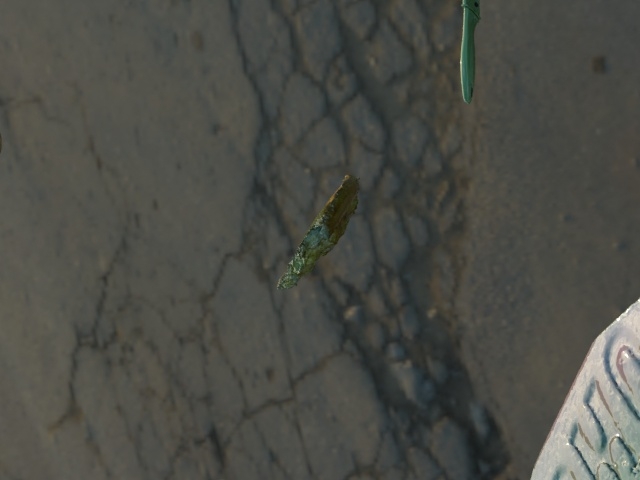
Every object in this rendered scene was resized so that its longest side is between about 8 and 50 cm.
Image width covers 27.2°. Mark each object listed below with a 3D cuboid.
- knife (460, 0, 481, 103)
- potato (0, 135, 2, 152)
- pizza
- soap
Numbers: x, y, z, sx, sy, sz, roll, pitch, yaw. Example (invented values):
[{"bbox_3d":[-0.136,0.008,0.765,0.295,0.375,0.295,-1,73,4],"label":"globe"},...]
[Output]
[{"bbox_3d":[0.181,-0.264,1.586,0.014,0.030,0.207,-7,78,49],"label":"knife"},{"bbox_3d":[-0.417,-0.070,1.383,0.109,0.178,0.118,45,180,25],"label":"potato"},{"bbox_3d":[0.000,0.000,1.055,0.026,0.123,0.109,34,116,-1],"label":"pizza"},{"bbox_3d":[0.402,0.259,1.588,0.261,0.156,0.446,-113,36,-55],"label":"soap"}]
